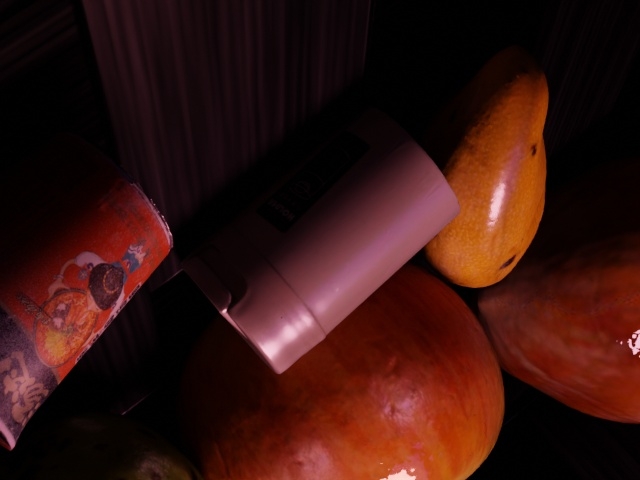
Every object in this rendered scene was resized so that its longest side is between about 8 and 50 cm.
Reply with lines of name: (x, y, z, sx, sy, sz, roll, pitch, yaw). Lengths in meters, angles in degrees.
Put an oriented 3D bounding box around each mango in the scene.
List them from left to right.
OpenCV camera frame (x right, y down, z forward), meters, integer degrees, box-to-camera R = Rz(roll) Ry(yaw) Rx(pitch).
mango: (0.127, -0.054, 1.097, 0.262, 0.109, 0.157, 81, 26, -59)

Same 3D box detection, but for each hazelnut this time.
hazelnut: (0.359, 0.062, 1.566, 0.366, 0.366, 0.366, -37, 162, -14)

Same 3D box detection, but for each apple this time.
apple: (0.016, 0.136, 1.133, 0.286, 0.233, 0.286, -40, 168, -10)

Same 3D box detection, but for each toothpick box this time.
toothpick box: (0.000, 0.000, 0.979, 0.181, 0.111, 0.111, -41, 163, -7)

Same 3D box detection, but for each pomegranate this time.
pomegranate: (-0.191, 0.242, 1.032, 0.263, 0.211, 0.211, -19, 165, 10)

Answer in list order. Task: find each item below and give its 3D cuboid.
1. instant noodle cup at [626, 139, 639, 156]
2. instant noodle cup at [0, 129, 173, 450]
instant noodle cup: (0.485, -0.083, 1.768, 0.182, 0.144, 0.182, -37, 163, -13)
instant noodle cup: (-0.153, 0.018, 0.700, 0.136, 0.127, 0.127, -44, 164, -20)
